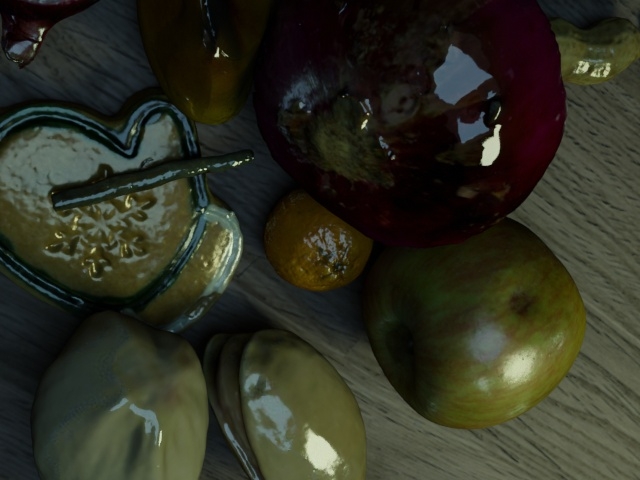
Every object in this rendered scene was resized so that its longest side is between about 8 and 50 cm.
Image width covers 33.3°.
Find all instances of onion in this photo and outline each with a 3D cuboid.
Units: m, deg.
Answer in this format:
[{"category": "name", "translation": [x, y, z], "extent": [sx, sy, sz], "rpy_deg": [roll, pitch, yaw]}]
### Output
[{"category": "onion", "translation": [0.126, -0.188, 1.180], "extent": [0.385, 0.347, 0.348], "rpy_deg": [-45, 120, -41]}, {"category": "onion", "translation": [-0.288, -0.287, 1.106], "extent": [0.195, 0.140, 0.218], "rpy_deg": [8, 106, -14]}]

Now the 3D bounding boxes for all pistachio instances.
[{"category": "pistachio", "translation": [-0.238, 0.229, 1.249], "extent": [0.207, 0.226, 0.332], "rpy_deg": [-18, 135, -34]}, {"category": "pistachio", "translation": [-0.038, 0.233, 1.327], "extent": [0.162, 0.181, 0.293], "rpy_deg": [-6, 121, 34]}]

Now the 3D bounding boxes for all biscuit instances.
[{"category": "biscuit", "translation": [-0.237, -0.043, 1.243], "extent": [0.343, 0.057, 0.287], "rpy_deg": [36, 96, -23]}]

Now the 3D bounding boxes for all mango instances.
[{"category": "mango", "translation": [-0.124, -0.242, 1.155], "extent": [0.136, 0.166, 0.236], "rpy_deg": [-13, 108, -41]}]

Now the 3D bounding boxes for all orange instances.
[{"category": "orange", "translation": [0.000, -0.002, 1.290], "extent": [0.135, 0.117, 0.136], "rpy_deg": [-5, 105, -19]}]

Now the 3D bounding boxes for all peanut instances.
[{"category": "peanut", "translation": [0.310, -0.233, 1.320], "extent": [0.192, 0.089, 0.089], "rpy_deg": [-8, 110, -17]}]

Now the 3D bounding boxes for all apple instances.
[{"category": "apple", "translation": [0.191, 0.090, 1.305], "extent": [0.264, 0.264, 0.264], "rpy_deg": [-5, 109, -14]}]

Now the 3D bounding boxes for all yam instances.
[{"category": "yam", "translation": [-0.187, -0.073, 1.206], "extent": [0.234, 0.029, 0.027], "rpy_deg": [-15, 134, -15]}]
